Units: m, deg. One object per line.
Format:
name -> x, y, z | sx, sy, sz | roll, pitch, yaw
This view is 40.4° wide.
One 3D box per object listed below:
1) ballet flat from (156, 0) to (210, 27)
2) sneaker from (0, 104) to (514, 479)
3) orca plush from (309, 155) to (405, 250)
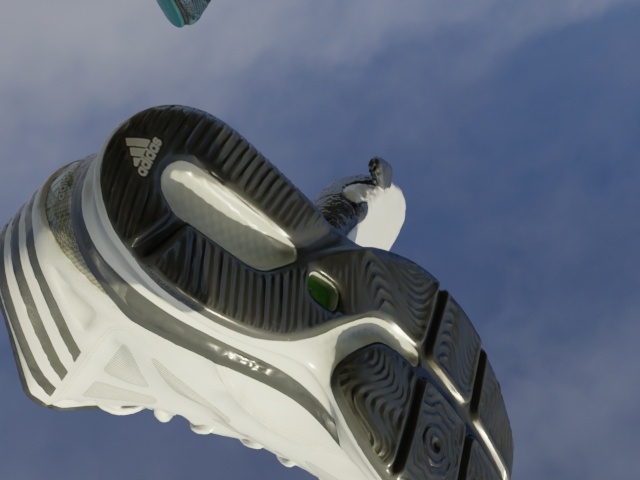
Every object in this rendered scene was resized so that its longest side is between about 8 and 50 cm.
ballet flat -> -0.150, -0.279, 0.779 | 0.070, 0.188, 0.070 | -11, -127, 15
sneaker -> -0.053, 0.095, 0.683 | 0.257, 0.447, 0.169 | -19, -142, 41
orca plush -> 0.000, 0.000, 0.885 | 0.102, 0.151, 0.287 | 11, -145, 18
